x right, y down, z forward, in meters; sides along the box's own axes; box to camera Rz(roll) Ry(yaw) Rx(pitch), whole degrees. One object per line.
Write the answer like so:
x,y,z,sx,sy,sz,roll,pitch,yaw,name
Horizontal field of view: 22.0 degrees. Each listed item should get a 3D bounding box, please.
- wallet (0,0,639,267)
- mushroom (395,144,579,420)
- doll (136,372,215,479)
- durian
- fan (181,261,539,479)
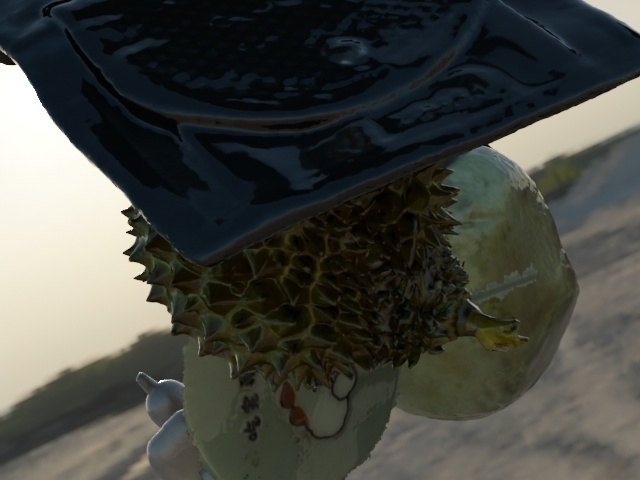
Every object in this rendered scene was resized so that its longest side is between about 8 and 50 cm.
-0.038,-0.117,0.757,0.247,0.041,0.323,-23,43,-24,wallet
0.137,0.057,1.485,0.189,0.164,0.267,-24,-38,-63,mushroom
-0.074,0.156,1.180,0.059,0.161,0.160,-46,-33,2,doll
0.000,0.000,0.750,0.146,0.208,0.102,-56,-8,-13,durian
0.040,0.060,1.081,0.329,0.191,0.009,-14,13,-40,fan
